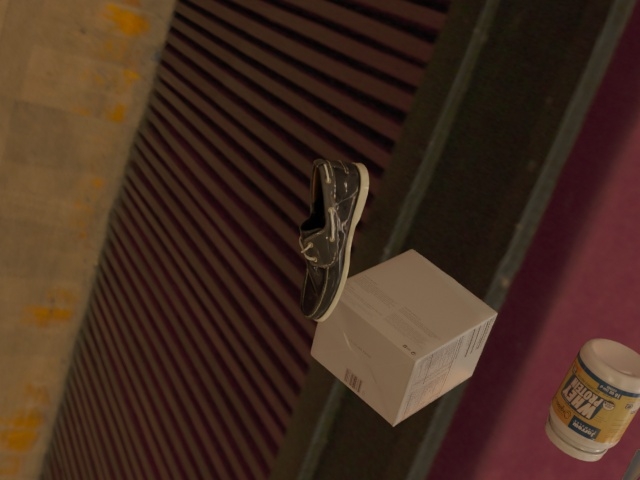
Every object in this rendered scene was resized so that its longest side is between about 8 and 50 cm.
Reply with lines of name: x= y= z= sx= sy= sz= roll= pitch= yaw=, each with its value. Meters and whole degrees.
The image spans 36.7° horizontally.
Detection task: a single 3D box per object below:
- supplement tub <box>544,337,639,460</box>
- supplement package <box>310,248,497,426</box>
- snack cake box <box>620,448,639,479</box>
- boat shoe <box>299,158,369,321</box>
supplement tub: x=0.521 y=0.301 z=1.817 sx=0.144 sy=0.144 sz=0.199 roll=8 pitch=118 yaw=-25
supplement package: x=0.131 y=0.150 z=1.543 sx=0.203 sy=0.194 sz=0.149 roll=-23 pitch=139 yaw=-39
snack cake box: x=0.341 y=0.359 z=0.970 sx=0.152 sy=0.089 sz=0.264 roll=44 pitch=63 yaw=-12
boat shoe: x=0.000 y=0.000 z=1.346 sx=0.079 sy=0.084 sz=0.233 roll=5 pitch=104 yaw=-30
